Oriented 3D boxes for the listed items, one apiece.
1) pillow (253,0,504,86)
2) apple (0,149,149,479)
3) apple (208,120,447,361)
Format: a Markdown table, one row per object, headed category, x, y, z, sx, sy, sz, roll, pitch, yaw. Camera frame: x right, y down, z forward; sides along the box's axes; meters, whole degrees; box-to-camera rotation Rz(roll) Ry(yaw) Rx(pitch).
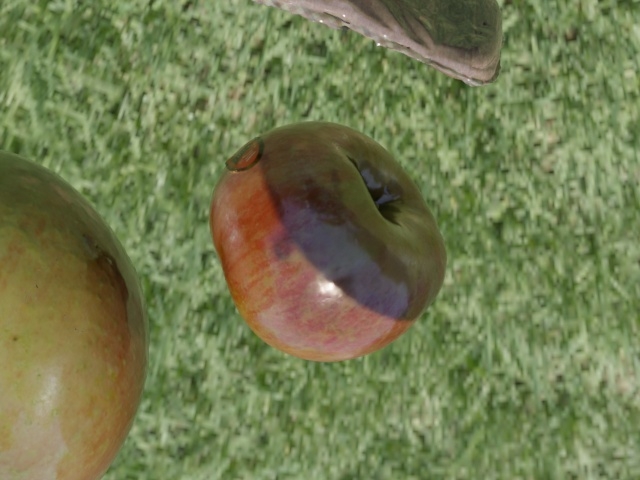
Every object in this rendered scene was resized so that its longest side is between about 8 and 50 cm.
| category | x | y | z | sx | sy | sz | roll | pitch | yaw |
| --- | --- | --- | --- | --- | --- | --- | --- | --- | --- |
| pillow | 0.030 | -0.171 | 1.039 | 0.211 | 0.135 | 0.034 | 23 | 123 | -5 |
| apple | -0.289 | 0.073 | 1.239 | 0.319 | 0.277 | 0.319 | 19 | 153 | 10 |
| apple | 0.000 | 0.000 | 1.278 | 0.209 | 0.209 | 0.164 | 39 | 119 | -22 |
